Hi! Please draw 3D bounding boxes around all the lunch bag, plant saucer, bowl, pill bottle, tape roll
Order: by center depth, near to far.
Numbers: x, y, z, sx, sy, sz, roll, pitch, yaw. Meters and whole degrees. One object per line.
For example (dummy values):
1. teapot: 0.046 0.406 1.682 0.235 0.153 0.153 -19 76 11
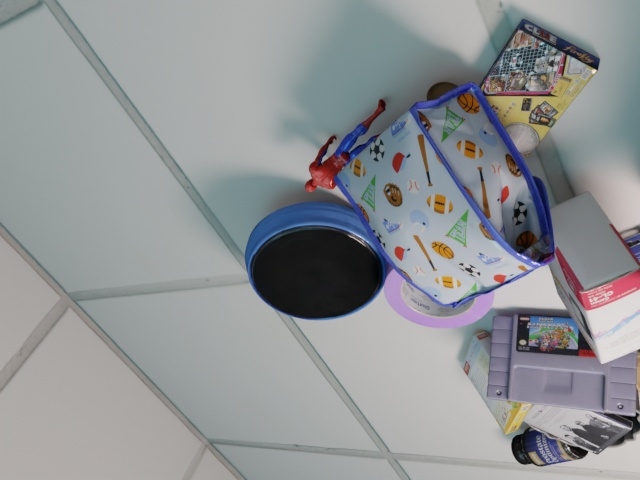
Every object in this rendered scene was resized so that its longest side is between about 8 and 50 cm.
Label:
1. lunch bag: 0.266 -0.069 1.414 0.385 0.239 0.328 59 148 6
2. plant saucer: 0.264 -0.299 1.441 0.083 0.015 0.083 15 139 14
3. tape roll: 0.303 0.104 1.758 0.275 0.090 0.274 8 136 7
4. bowl: -0.011 0.070 1.848 0.391 0.077 0.391 1 132 1
5. pill bottle: 0.694 0.620 2.101 0.123 0.122 0.219 39 140 -13

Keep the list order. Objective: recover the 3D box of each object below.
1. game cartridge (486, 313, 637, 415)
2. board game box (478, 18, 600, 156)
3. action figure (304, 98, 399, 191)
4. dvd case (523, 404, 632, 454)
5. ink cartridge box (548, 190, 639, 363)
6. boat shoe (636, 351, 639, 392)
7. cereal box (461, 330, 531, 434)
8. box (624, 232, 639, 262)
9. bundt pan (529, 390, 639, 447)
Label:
1. game cartridge: 0.605 0.305 1.741 0.355 0.230 0.068 0 168 30
2. board game box: 0.401 -0.291 1.350 0.165 0.042 0.243 28 141 0
3. action figure: 0.068 -0.216 1.602 0.091 0.139 0.280 43 116 -13
4. dvd case: 0.673 0.480 1.843 0.239 0.029 0.179 24 141 5
5. ink cartridge box: 0.576 0.084 1.448 0.131 0.226 0.306 -25 135 8
6. boat shoe: 0.903 0.411 1.764 0.341 0.110 0.122 39 140 -13
7. cereal box: 0.487 0.394 1.920 0.047 0.240 0.173 -16 142 -18
8. box: 0.747 0.078 1.525 0.225 0.036 0.136 52 137 -4
9. bundt pan: 0.706 0.425 1.883 0.331 0.124 0.330 15 139 14
